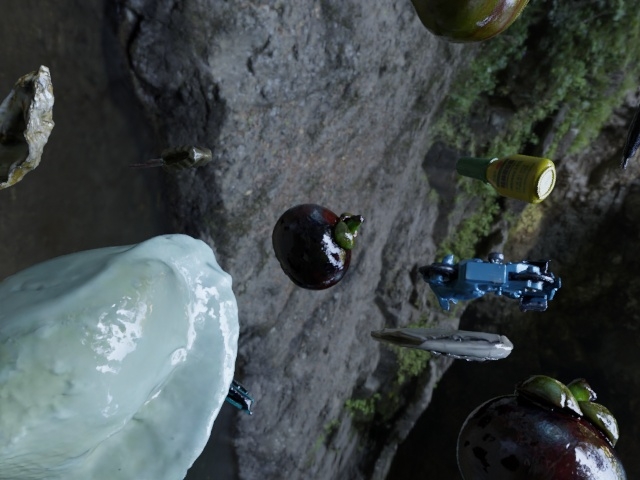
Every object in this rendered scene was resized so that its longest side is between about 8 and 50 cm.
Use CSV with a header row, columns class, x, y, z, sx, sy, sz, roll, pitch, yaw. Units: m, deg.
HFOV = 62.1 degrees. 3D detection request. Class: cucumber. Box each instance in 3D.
class,x,y,z,sx,sy,sz,roll,pitch,yaw
cucumber,0.609,-0.210,1.013,0.043,0.039,0.163,-45,146,-30

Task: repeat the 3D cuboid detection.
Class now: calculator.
class,x,y,z,sx,sy,sz,roll,pitch,yaw
calculator,-0.318,0.407,1.576,0.058,0.274,0.248,-56,-170,-15

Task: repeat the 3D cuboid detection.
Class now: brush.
class,x,y,z,sx,sy,sz,roll,pitch,yaw
brush,-0.432,-0.218,1.481,0.084,0.301,0.071,-10,96,-57

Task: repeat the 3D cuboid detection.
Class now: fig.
class,x,y,z,sx,sy,sz,roll,pitch,yaw
fig,0.183,-0.295,0.565,0.186,0.148,0.142,-7,-87,57

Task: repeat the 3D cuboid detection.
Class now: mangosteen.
class,x,y,z,sx,sy,sz,roll,pitch,yaw
mangosteen,0.414,0.408,0.972,0.300,0.301,0.300,12,90,-83
mangosteen,-0.008,0.005,1.265,0.216,0.216,0.216,12,90,-83

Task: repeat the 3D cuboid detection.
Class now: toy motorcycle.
class,x,y,z,sx,sy,sz,roll,pitch,yaw
toy motorcycle,0.342,0.088,1.106,0.182,0.273,0.123,57,40,-69

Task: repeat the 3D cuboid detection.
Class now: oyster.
class,x,y,z,sx,sy,sz,roll,pitch,yaw
oyster,-0.712,-0.253,1.253,0.341,0.166,0.110,-64,166,7

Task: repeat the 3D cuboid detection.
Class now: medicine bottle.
class,x,y,z,sx,sy,sz,roll,pitch,yaw
medicine bottle,0.467,-0.172,1.374,0.309,0.076,0.111,31,-78,62

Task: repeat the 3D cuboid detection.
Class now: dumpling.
class,x,y,z,sx,sy,sz,roll,pitch,yaw
dumpling,-0.262,0.129,0.526,0.212,0.321,0.269,47,22,-59

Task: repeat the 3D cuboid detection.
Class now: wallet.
class,x,y,z,sx,sy,sz,roll,pitch,yaw
wallet,0.296,0.248,1.270,0.275,0.336,0.068,114,-18,-77
